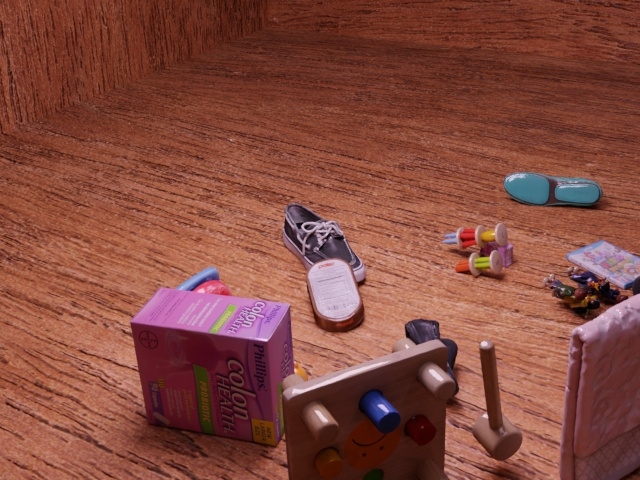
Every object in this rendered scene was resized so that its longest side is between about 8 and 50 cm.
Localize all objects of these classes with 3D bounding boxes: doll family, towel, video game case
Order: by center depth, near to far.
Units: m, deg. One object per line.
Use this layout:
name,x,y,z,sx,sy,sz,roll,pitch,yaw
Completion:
towel,0.490,0.206,1.240,0.331,0.317,0.053,-21,32,-29
doll family,0.546,0.104,1.688,0.193,0.076,0.111,-19,27,-33
video game case,0.648,0.051,1.838,0.119,0.015,0.166,-18,31,-26

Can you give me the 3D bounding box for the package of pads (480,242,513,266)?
package of pads,0.400,0.021,1.882,0.032,0.050,0.083,-19,32,-28

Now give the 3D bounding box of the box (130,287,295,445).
box,-0.175,0.211,1.404,0.242,0.214,0.117,6,29,15

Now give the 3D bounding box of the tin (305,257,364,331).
tin,0.030,0.108,1.722,0.106,0.040,0.190,-11,42,-6

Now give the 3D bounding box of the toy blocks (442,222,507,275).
toy blocks,0.335,0.024,1.856,0.148,0.054,0.123,-7,56,40

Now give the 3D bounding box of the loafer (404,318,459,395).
loafer,0.216,0.207,1.519,0.078,0.076,0.223,-14,25,-4

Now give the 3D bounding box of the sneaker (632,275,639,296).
sneaker,0.762,0.118,1.623,0.270,0.090,0.145,23,36,34

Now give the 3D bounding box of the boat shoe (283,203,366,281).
boat shoe,0.004,-0.001,1.904,0.113,0.105,0.306,-14,30,-20

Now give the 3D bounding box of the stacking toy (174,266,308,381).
stacking toy,-0.144,0.192,1.532,0.301,0.175,0.165,26,36,24

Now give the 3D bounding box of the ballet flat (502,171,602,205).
ballet flat,0.596,-0.128,2.134,0.247,0.083,0.087,8,5,19

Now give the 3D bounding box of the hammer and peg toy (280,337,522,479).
hammer and peg toy,0.117,0.264,1.217,0.361,0.266,0.127,-16,30,-20
